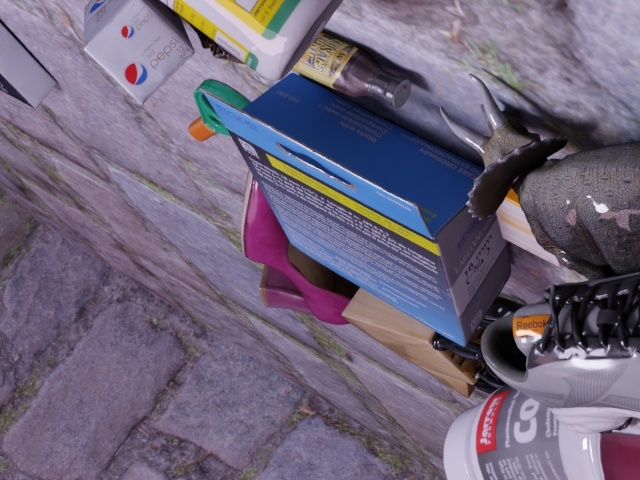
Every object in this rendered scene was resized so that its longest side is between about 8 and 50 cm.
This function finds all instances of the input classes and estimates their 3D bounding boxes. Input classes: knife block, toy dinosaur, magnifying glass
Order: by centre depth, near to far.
[{"bbox_3d":[0.208,-0.018,0.816,0.160,0.121,0.313,28,177,-28],"label":"toy dinosaur"},{"bbox_3d":[-0.125,-0.149,1.441,0.092,0.026,0.231,39,165,-12],"label":"magnifying glass"},{"bbox_3d":[0.150,0.100,1.464,0.276,0.088,0.242,32,166,18],"label":"knife block"}]

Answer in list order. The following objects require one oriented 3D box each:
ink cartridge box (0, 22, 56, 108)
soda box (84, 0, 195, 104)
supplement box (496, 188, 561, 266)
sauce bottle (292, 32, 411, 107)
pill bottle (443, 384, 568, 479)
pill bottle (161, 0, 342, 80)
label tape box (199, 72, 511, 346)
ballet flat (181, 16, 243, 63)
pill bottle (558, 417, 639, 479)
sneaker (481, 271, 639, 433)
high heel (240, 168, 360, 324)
[{"bbox_3d":[-0.552,-0.338,1.792,0.165,0.065,0.332,28,164,35],"label":"ink cartridge box"},{"bbox_3d":[-0.174,-0.200,1.113,0.074,0.069,0.216,44,-173,-22],"label":"soda box"},{"bbox_3d":[0.188,-0.023,1.031,0.062,0.036,0.098,30,166,26],"label":"supplement box"},{"bbox_3d":[0.020,-0.149,1.014,0.128,0.042,0.042,26,164,29],"label":"sauce bottle"},{"bbox_3d":[0.261,0.216,1.253,0.161,0.161,0.283,39,149,-12],"label":"pill bottle"},{"bbox_3d":[-0.081,-0.220,0.848,0.208,0.117,0.117,36,167,-2],"label":"pill bottle"},{"bbox_3d":[0.050,-0.049,1.141,0.241,0.106,0.333,30,165,24],"label":"label tape box"},{"bbox_3d":[-0.144,-0.245,1.054,0.250,0.058,0.084,41,166,-23],"label":"ballet flat"},{"bbox_3d":[0.333,0.146,0.831,0.224,0.224,0.392,38,167,-6],"label":"pill bottle"},{"bbox_3d":[0.195,0.068,0.782,0.108,0.100,0.271,24,157,-12],"label":"sneaker"},{"bbox_3d":[0.000,0.000,1.554,0.181,0.127,0.377,5,157,7],"label":"high heel"}]
